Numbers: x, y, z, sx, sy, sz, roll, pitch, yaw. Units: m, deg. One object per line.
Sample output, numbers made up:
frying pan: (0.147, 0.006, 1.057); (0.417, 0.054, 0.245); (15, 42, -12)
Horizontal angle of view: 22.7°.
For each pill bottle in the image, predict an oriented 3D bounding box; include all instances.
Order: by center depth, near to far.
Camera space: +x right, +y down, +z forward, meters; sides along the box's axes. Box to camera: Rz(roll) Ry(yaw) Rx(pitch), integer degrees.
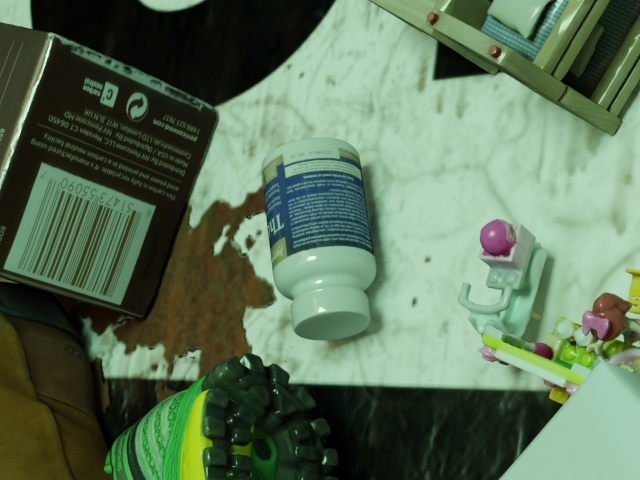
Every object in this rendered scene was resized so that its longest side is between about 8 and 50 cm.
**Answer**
pill bottle: (0.000, 0.000, 1.026); (0.067, 0.067, 0.120); (-24, 60, 32)

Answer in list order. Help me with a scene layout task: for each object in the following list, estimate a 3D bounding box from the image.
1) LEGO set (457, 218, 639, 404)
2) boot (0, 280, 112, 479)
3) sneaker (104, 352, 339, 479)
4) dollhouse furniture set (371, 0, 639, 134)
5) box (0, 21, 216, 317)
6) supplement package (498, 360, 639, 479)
LEGO set: (0.188, 0.040, 0.827); (0.287, 0.107, 0.132); (-6, 71, 39)
boot: (-0.243, 0.145, 1.055); (0.096, 0.264, 0.280); (-51, 48, 25)
sneaker: (-0.064, 0.247, 0.927); (0.146, 0.134, 0.344); (-30, 47, 38)
dollhouse furniture set: (0.109, -0.172, 0.952); (0.183, 0.129, 0.129); (36, 99, 42)
box: (-0.220, -0.060, 1.164); (0.203, 0.168, 0.167); (17, 87, 42)
supplement package: (0.151, 0.232, 0.730); (0.263, 0.198, 0.199); (-51, 49, 14)
